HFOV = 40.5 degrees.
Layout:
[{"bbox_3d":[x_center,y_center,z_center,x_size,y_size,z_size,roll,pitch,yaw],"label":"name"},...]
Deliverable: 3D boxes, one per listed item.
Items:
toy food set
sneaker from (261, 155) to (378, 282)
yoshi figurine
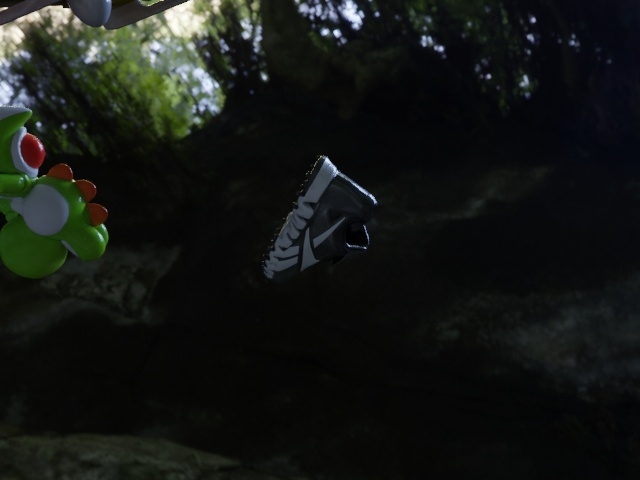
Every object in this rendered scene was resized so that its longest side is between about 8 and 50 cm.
[{"bbox_3d":[-0.278,-0.297,1.080,0.220,0.092,0.306,-12,-171,27],"label":"toy food set"},{"bbox_3d":[0.000,0.000,1.050,0.106,0.234,0.078,29,-128,-2],"label":"sneaker"},{"bbox_3d":[-0.515,-0.070,1.384,0.203,0.362,0.203,-25,-153,47],"label":"yoshi figurine"}]
